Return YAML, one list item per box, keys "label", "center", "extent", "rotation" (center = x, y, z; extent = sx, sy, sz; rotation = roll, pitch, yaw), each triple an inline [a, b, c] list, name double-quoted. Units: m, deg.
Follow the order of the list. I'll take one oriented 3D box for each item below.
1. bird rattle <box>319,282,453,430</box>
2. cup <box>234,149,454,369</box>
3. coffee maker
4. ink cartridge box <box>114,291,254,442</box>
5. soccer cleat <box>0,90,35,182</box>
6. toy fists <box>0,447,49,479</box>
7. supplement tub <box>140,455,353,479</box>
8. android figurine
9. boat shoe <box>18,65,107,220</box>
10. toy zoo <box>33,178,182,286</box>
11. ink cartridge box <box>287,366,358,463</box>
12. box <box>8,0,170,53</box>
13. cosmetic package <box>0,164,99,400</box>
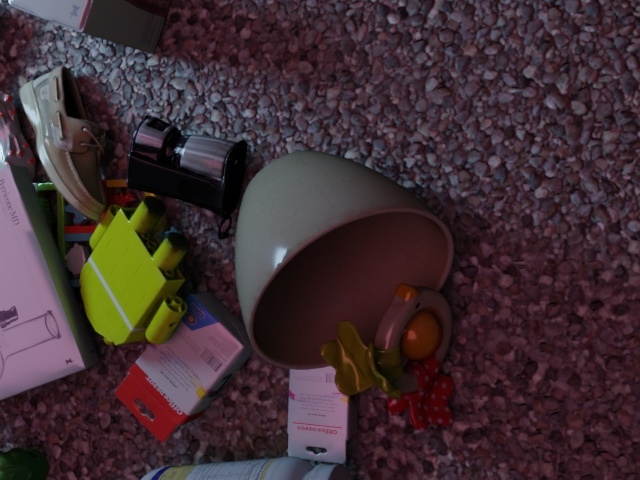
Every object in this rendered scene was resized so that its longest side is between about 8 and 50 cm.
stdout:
- label: "bird rattle"
  center: [0.140, 0.174, 1.406]
  extent: [0.143, 0.253, 0.207]
  rotation: [21, 86, 50]
- label: "cup"
  center: [0.000, 0.000, 1.425]
  extent: [0.331, 0.331, 0.237]
  rotation: [-43, 52, 14]
- label: "coffee maker"
  center: [-0.228, -0.106, 1.563]
  extent: [0.178, 0.120, 0.171]
  rotation: [16, 94, 11]
- label: "ink cartridge box"
  center: [-0.229, 0.216, 1.601]
  extent: [0.134, 0.078, 0.231]
  rotation: [43, 103, 13]
- label: "soccer cleat"
  center: [-0.574, -0.176, 1.720]
  extent: [0.076, 0.068, 0.196]
  rotation: [-10, 95, 47]
- label: "toy fists"
  center: [-0.607, 0.498, 1.698]
  extent: [0.096, 0.142, 0.279]
  rotation: [31, 100, 15]
- label: "supplement tub"
  center: [-0.118, 0.469, 1.484]
  extent: [0.331, 0.241, 0.241]
  rotation: [-8, 89, 17]
- label: "android figurine"
  center: [-0.317, 0.063, 1.574]
  extent: [0.248, 0.056, 0.273]
  rotation: [52, 123, 26]
- label: "boat shoe"
  center: [-0.429, -0.174, 1.631]
  extent: [0.098, 0.109, 0.302]
  rotation: [-31, 66, 8]
- label: "toy zoo"
  center: [-0.382, -0.012, 1.672]
  extent: [0.293, 0.030, 0.192]
  rotation: [-2, 91, 18]
- label: "ink cartridge box"
  center: [0.006, 0.264, 1.534]
  extent: [0.104, 0.061, 0.181]
  rotation: [3, 92, 18]
- label: "box"
  center: [-0.372, -0.406, 1.554]
  extent: [0.149, 0.232, 0.127]
  rotation: [23, 99, 16]
- label: "cosmetic package"
  center: [-0.591, 0.092, 1.642]
  extent: [0.284, 0.097, 0.377]
  rotation: [-21, 90, 1]
